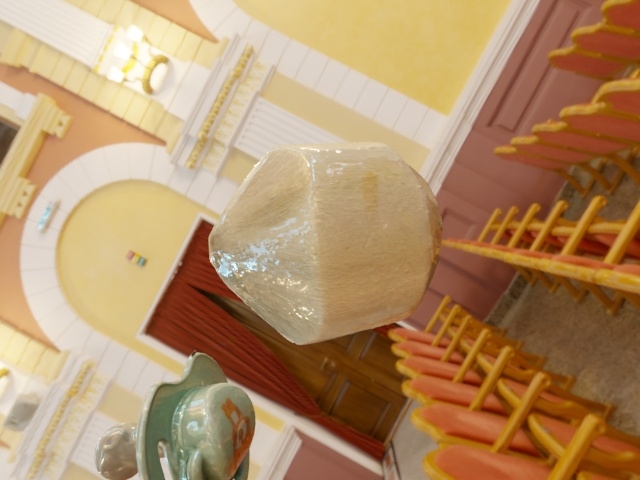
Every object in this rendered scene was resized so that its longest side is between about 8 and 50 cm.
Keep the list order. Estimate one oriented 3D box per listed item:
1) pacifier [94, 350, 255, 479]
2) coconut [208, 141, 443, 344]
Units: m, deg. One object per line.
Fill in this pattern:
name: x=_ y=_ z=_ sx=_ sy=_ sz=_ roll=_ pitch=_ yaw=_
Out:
pacifier: x=-0.250 y=0.355 z=0.914 sx=0.343 sy=0.269 sz=0.288 roll=-19 pitch=-87 yaw=-76
coconut: x=0.000 y=0.000 z=0.651 sx=0.237 sy=0.266 sz=0.237 roll=169 pitch=90 yaw=-73
